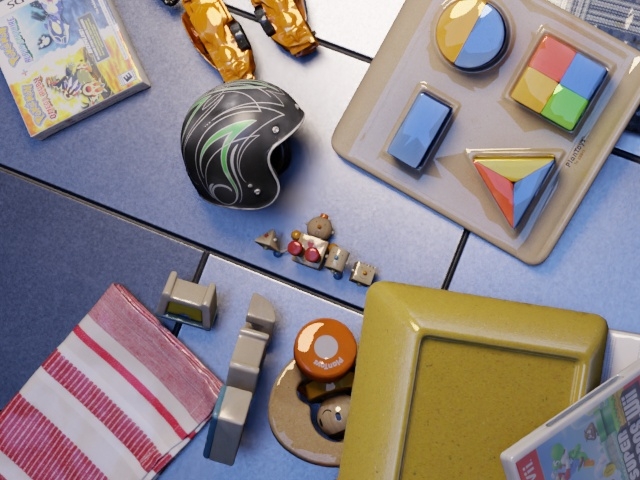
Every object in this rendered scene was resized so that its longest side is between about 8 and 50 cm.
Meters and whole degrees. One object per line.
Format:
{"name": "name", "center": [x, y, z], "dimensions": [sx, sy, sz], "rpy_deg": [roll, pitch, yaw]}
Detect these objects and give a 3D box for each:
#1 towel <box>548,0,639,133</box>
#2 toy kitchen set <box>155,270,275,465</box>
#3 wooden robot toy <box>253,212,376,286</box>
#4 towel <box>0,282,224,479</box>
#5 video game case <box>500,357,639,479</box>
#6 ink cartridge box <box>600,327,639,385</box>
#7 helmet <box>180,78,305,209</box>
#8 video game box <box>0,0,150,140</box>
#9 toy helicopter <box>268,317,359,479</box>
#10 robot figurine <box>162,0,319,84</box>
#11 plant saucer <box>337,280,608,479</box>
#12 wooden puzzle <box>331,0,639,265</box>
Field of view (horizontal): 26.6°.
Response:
{"name": "towel", "center": [0.439, -0.312, 1.835], "dimensions": [0.312, 0.056, 0.324], "rpy_deg": [18, 92, 12]}
{"name": "toy kitchen set", "center": [-0.165, 0.173, 1.848], "dimensions": [0.166, 0.122, 0.207], "rpy_deg": [16, 52, 0]}
{"name": "wooden robot toy", "center": [0.000, 0.000, 1.873], "dimensions": [0.173, 0.076, 0.079], "rpy_deg": [20, 80, 9]}
{"name": "towel", "center": [-0.316, 0.258, 1.924], "dimensions": [0.237, 0.037, 0.329], "rpy_deg": [42, 94, 9]}
{"name": "video game case", "center": [0.361, 0.290, 1.710], "dimensions": [0.285, 0.025, 0.204], "rpy_deg": [-28, 109, -28]}
{"name": "ink cartridge box", "center": [0.325, 0.199, 1.831], "dimensions": [0.224, 0.056, 0.181], "rpy_deg": [9, 89, 28]}
{"name": "helmet", "center": [-0.105, -0.139, 1.836], "dimensions": [0.169, 0.169, 0.161], "rpy_deg": [5, 118, 9]}
{"name": "video game box", "center": [-0.371, -0.276, 1.953], "dimensions": [0.187, 0.048, 0.205], "rpy_deg": [-26, 84, 9]}
{"name": "toy helicopter", "center": [0.104, 0.255, 1.791], "dimensions": [0.355, 0.140, 0.235], "rpy_deg": [12, 70, 0]}
{"name": "robot figurine", "center": [-0.133, -0.366, 1.901], "dimensions": [0.211, 0.085, 0.291], "rpy_deg": [-28, 84, 6]}
{"name": "plant saucer", "center": [0.203, 0.238, 1.712], "dimensions": [0.333, 0.081, 0.333], "rpy_deg": [9, 90, -11]}
{"name": "wooden puzzle", "center": [0.223, -0.180, 1.815], "dimensions": [0.348, 0.080, 0.322], "rpy_deg": [31, 103, 10]}
